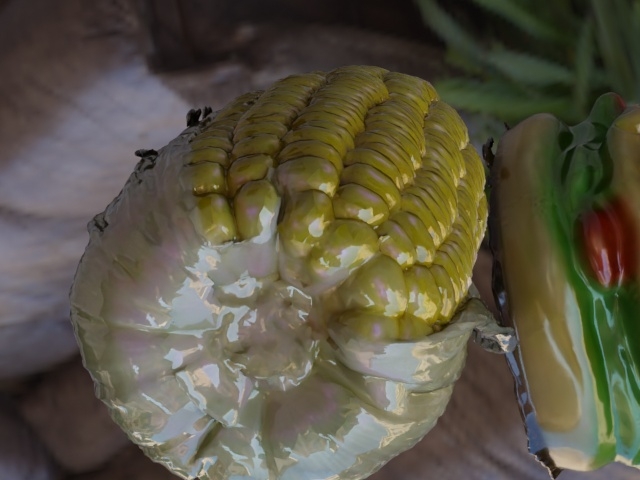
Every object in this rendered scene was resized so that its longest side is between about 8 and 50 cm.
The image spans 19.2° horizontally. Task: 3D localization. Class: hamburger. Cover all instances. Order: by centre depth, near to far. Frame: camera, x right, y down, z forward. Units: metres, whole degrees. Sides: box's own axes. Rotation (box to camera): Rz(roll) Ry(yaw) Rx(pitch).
[{"bbox_3d":[0.192,0.026,1.118,0.148,0.237,0.237,-9,163,14],"label":"hamburger"}]

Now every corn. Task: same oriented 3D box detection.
[{"bbox_3d":[-0.002,0.004,0.658,0.123,0.122,0.305,-18,-174,11],"label":"corn"}]
